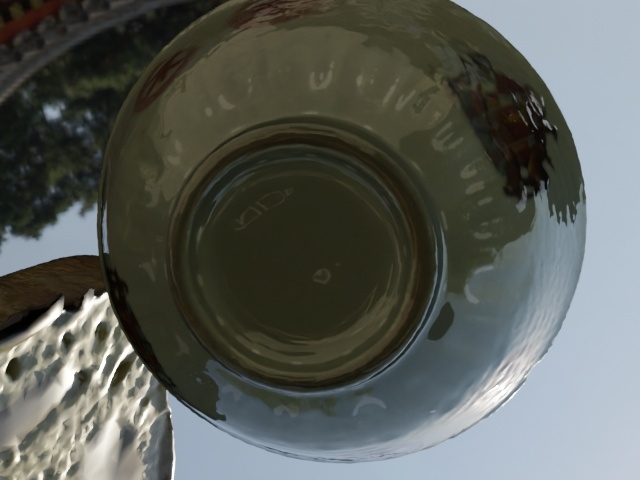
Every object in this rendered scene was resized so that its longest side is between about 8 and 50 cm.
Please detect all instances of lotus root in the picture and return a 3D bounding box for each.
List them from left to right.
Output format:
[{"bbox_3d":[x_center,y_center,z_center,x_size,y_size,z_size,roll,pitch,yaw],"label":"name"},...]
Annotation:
[{"bbox_3d":[-0.241,0.181,0.759,0.111,0.390,0.375,26,-107,28],"label":"lotus root"}]

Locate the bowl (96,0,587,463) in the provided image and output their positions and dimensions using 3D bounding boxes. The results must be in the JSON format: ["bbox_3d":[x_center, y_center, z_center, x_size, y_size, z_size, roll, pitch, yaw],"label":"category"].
[{"bbox_3d":[0.000,0.000,0.615,0.337,0.337,0.157,-1,-172,8],"label":"bowl"}]
